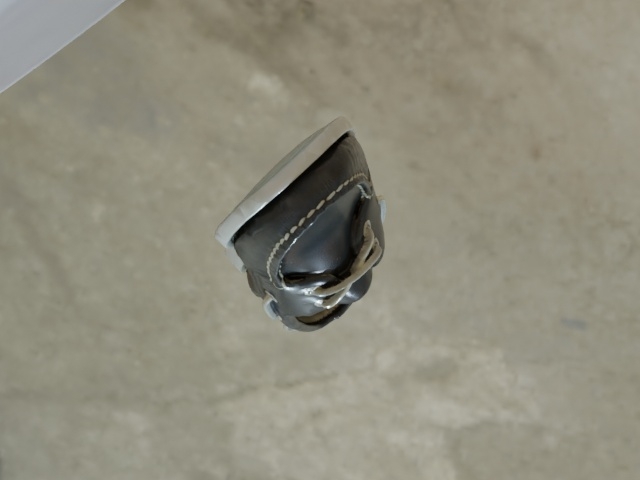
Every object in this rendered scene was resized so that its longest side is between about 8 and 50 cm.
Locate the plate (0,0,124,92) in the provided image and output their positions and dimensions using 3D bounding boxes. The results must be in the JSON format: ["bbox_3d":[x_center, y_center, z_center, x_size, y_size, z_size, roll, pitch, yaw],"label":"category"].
[{"bbox_3d":[-0.093,-0.169,0.639,0.045,0.277,0.278,46,150,1],"label":"plate"}]

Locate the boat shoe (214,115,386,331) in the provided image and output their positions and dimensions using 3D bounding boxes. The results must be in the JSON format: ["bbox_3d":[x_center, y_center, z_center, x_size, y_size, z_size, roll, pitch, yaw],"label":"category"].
[{"bbox_3d":[0.000,0.000,0.941,0.091,0.114,0.302,50,177,4],"label":"boat shoe"}]
